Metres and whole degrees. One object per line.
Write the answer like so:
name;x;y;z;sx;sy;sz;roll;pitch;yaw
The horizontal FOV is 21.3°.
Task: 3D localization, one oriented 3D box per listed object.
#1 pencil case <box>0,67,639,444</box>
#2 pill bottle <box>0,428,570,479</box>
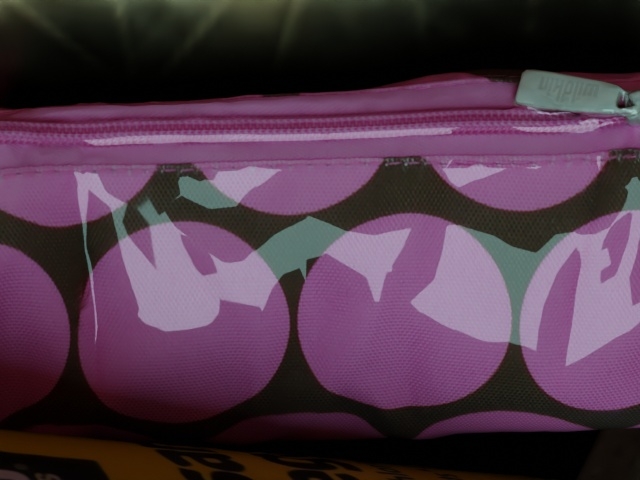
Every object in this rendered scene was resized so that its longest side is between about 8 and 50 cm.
pencil case;0.000;0.000;0.422;0.209;0.095;0.098;-5;147;-1
pill bottle;-0.051;0.138;0.380;0.334;0.188;0.188;9;117;-30
